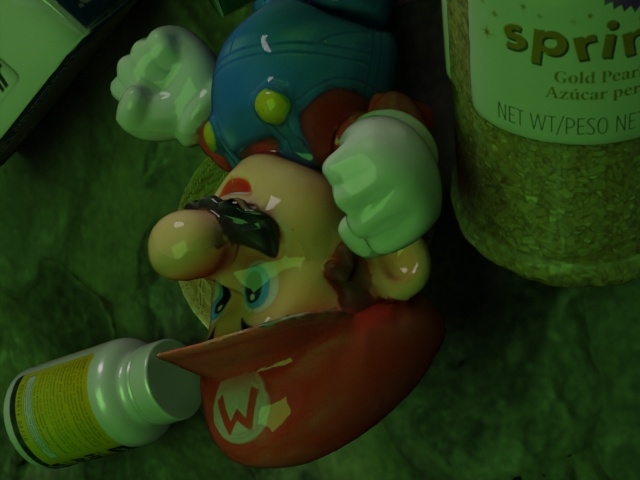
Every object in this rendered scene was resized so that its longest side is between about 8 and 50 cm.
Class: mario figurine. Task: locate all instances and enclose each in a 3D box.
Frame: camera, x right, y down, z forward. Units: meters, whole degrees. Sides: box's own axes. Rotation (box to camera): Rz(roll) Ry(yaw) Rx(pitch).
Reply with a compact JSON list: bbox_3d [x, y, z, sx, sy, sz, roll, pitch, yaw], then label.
[{"bbox_3d":[-0.027,-0.056,0.787,0.170,0.198,0.321,0,72,2],"label":"mario figurine"}]

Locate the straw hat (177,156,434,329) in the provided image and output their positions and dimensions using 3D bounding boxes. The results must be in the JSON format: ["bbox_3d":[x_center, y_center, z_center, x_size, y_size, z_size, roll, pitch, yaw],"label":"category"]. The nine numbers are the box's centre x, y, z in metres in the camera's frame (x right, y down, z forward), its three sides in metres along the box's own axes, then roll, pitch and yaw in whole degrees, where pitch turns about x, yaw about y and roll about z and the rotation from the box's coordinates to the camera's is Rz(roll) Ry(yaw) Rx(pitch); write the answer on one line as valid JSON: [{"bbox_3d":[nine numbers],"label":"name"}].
[{"bbox_3d":[0.000,0.000,0.895,0.144,0.061,0.144,-3,77,15],"label":"straw hat"}]

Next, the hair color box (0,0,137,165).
[{"bbox_3d":[-0.283,-0.197,0.970,0.347,0.105,0.174,43,123,-4],"label":"hair color box"}]

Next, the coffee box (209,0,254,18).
[{"bbox_3d":[0.005,-0.183,0.739,0.113,0.184,0.040,52,167,30],"label":"coffee box"}]

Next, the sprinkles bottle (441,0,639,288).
[{"bbox_3d":[0.102,-0.139,0.659,0.121,0.121,0.355,29,147,30],"label":"sprinkles bottle"}]

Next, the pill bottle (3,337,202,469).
[{"bbox_3d":[-0.126,0.093,1.002,0.116,0.065,0.065,-20,85,38],"label":"pill bottle"}]
